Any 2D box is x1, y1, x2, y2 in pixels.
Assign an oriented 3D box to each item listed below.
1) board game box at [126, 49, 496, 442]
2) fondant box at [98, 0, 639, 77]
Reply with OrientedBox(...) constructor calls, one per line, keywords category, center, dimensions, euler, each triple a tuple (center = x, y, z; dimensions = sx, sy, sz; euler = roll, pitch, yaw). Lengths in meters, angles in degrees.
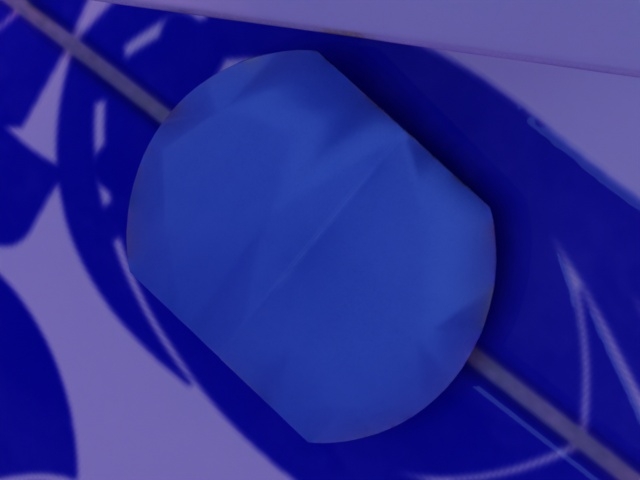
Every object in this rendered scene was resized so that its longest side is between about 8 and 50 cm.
OrientedBox(category="board game box", center=(0.000, 0.000, 0.806), dimensions=(0.169, 0.033, 0.133), euler=(42, 109, 11))
OrientedBox(category="fondant box", center=(0.096, -0.110, 0.619), dimensions=(0.330, 0.238, 0.096), euler=(10, 102, 26))
